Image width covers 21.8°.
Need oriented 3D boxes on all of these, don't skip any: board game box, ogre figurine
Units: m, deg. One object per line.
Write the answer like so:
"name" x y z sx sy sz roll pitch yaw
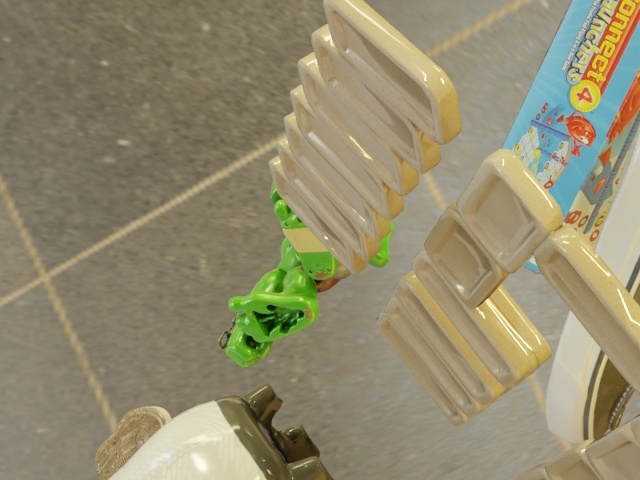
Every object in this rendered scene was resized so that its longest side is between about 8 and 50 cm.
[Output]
"board game box" 0.288 -0.127 1.529 0.086 0.308 0.302 32 108 24
"ogre figurine" 0.000 0.000 1.176 0.096 0.118 0.197 19 125 9

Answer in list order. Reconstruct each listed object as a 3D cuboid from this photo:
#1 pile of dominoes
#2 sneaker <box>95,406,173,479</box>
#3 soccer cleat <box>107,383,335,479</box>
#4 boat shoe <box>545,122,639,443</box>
"pile of dominoes" 0.062 0.010 0.595 0.040 0.251 0.196 -35 82 -14
"sneaker" -0.129 0.159 1.328 0.118 0.067 0.042 -40 64 49
"soccer cleat" -0.022 0.200 0.855 0.143 0.331 0.116 -34 43 -2
"boat shoe" 0.252 0.041 1.221 0.119 0.121 0.335 20 134 10
